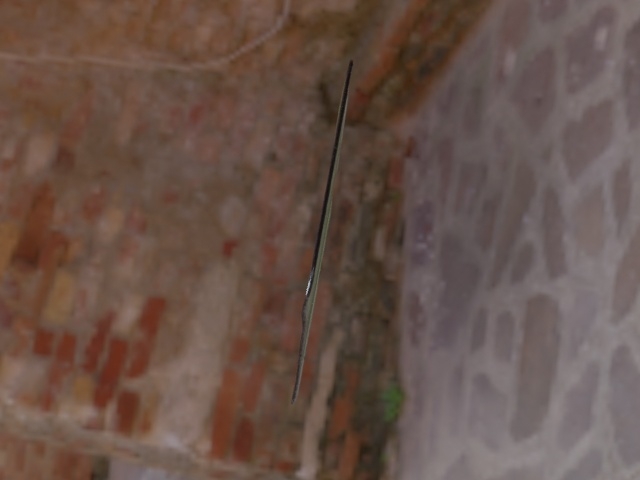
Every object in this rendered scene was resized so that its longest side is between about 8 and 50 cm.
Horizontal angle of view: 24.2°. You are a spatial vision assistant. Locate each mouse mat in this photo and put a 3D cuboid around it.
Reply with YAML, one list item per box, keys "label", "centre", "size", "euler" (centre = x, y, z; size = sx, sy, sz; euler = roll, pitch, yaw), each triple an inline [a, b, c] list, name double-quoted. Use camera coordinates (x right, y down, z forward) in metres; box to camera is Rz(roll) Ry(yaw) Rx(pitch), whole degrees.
- label: "mouse mat"
  centre: [0.000, 0.000, 0.898]
  size: [0.190, 0.007, 0.153]
  euler: [96, -176, -63]
